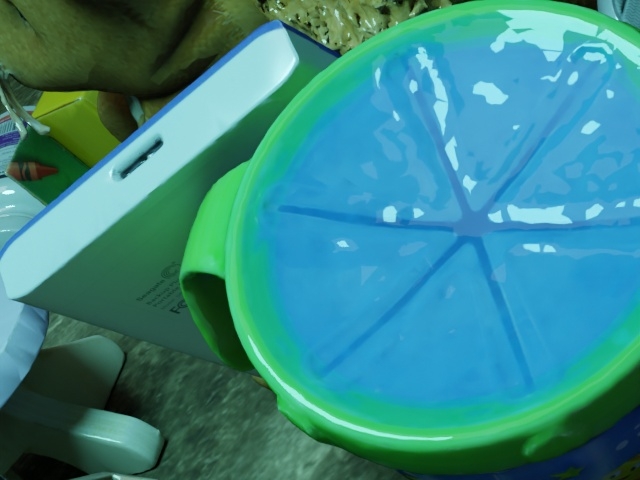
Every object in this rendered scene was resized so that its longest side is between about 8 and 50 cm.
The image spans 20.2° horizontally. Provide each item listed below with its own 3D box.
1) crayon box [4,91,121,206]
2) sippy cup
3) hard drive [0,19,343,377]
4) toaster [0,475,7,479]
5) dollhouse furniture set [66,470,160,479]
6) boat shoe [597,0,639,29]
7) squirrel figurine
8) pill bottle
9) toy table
[{"bbox_3d":[-0.101,-0.125,1.468,0.081,0.202,0.318,-17,42,47],"label":"crayon box"},{"bbox_3d":[0.101,0.039,0.881,0.240,0.224,0.305,-44,53,-5],"label":"sippy cup"},{"bbox_3d":[0.000,0.000,1.038,0.210,0.319,0.040,-38,57,22],"label":"hard drive"},{"bbox_3d":[-0.247,0.260,1.222,0.110,0.168,0.185,-19,38,44],"label":"toaster"},{"bbox_3d":[-0.059,0.255,1.024,0.355,0.303,0.174,4,94,26],"label":"dollhouse furniture set"},{"bbox_3d":[0.229,-0.173,1.175,0.226,0.083,0.076,-56,-7,-41],"label":"boat shoe"},{"bbox_3d":[-0.027,-0.146,1.190,0.397,0.370,0.281,-27,34,37],"label":"squirrel figurine"},{"bbox_3d":[-0.282,-0.035,1.723,0.108,0.108,0.193,-37,30,23],"label":"pill bottle"},{"bbox_3d":[-0.253,0.147,1.386,0.274,0.161,0.252,-11,46,52],"label":"toy table"}]
